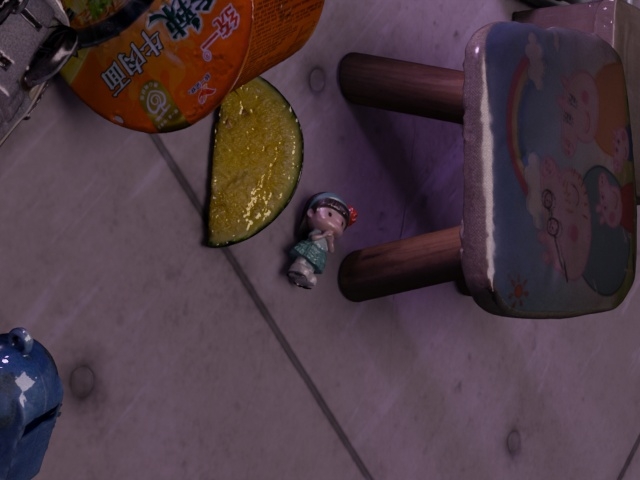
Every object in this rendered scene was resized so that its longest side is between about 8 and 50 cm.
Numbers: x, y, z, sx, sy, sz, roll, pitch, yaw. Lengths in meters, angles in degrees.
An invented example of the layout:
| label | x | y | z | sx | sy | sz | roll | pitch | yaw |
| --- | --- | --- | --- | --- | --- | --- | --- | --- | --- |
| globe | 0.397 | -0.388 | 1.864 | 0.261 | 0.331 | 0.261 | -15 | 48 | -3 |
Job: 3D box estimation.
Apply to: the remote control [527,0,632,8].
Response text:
| label | x | y | z | sx | sy | sz | roll | pitch | yaw |
| --- | --- | --- | --- | --- | --- | --- | --- | --- | --- |
| remote control | 0.310 | -0.358 | 2.026 | 0.296 | 0.056 | 0.140 | 13 | 77 | -49 |

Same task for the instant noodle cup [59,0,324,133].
| label | x | y | z | sx | sy | sz | roll | pitch | yaw |
| --- | --- | --- | --- | --- | --- | --- | --- | --- | --- |
| instant noodle cup | -0.111 | -0.225 | 1.420 | 0.182 | 0.230 | 0.230 | -27 | 109 | -55 |

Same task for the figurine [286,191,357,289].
| label | x | y | z | sx | sy | sz | roll | pitch | yaw |
| --- | --- | --- | --- | --- | --- | --- | --- | --- | --- |
| figurine | 0.000 | 0.000 | 1.663 | 0.060 | 0.047 | 0.106 | 36 | 65 | -29 |

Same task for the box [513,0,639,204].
| label | x | y | z | sx | sy | sz | roll | pitch | yaw |
| --- | --- | --- | --- | --- | --- | --- | --- | --- | --- |
| box | 0.329 | -0.166 | 1.972 | 0.155 | 0.149 | 0.231 | 12 | 80 | -48 |

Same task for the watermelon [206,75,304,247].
| label | x | y | z | sx | sy | sz | roll | pitch | yaw |
| --- | --- | --- | --- | --- | --- | --- | --- | --- | --- |
| watermelon | -0.065 | -0.078 | 1.601 | 0.092 | 0.075 | 0.181 | 3 | 83 | -5 |

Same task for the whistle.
| label | x | y | z | sx | sy | sz | roll | pitch | yaw |
| --- | --- | --- | --- | --- | --- | --- | --- | --- | --- |
| whistle | -0.265 | 0.133 | 1.339 | 0.090 | 0.090 | 0.158 | -25 | 147 | -47 |

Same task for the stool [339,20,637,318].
| label | x | y | z | sx | sy | sz | roll | pitch | yaw |
| --- | --- | --- | --- | --- | --- | --- | --- | --- | --- |
| stool | 0.182 | -0.069 | 1.742 | 0.310 | 0.226 | 0.310 | 2 | 87 | -50 |

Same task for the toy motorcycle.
| label | x | y | z | sx | sy | sz | roll | pitch | yaw |
| --- | --- | --- | --- | --- | --- | --- | --- | --- | --- |
| toy motorcycle | -0.289 | -0.112 | 1.249 | 0.091 | 0.157 | 0.263 | 49 | 53 | -33 |
